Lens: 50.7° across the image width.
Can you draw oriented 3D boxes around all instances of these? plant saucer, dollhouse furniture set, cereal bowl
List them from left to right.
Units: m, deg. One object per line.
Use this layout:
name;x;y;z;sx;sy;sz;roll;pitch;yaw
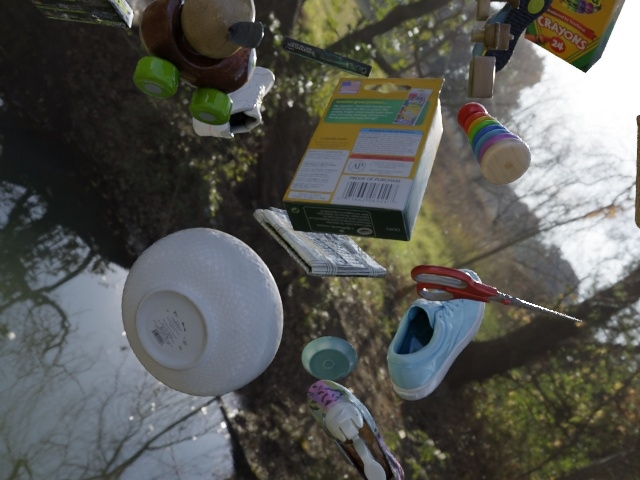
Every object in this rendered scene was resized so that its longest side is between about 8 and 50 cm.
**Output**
cereal bowl;-0.249;0.152;1.309;0.338;0.339;0.141;61;22;-1
plant saucer;0.019;0.258;1.439;0.119;0.119;0.021;57;17;-24
dollhouse furniture set;0.255;-0.255;0.848;0.144;0.123;0.151;-51;144;-75

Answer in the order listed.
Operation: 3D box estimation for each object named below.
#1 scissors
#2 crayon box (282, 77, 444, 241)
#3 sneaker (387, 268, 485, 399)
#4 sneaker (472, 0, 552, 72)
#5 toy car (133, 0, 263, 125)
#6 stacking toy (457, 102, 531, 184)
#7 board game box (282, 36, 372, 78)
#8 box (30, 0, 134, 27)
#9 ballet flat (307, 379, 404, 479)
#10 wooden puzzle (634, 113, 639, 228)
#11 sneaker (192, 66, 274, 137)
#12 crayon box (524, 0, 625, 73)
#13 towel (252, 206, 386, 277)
scissors;0.298;0.093;1.138;0.109;0.297;0.021;84;19;-56
crayon box;0.088;-0.150;1.166;0.083;0.203;0.322;70;33;-47
sneaker;0.260;0.170;1.483;0.366;0.135;0.150;-55;140;-36
sneaker;0.339;-0.403;1.203;0.069;0.209;0.082;15;37;-27
toy car;-0.106;-0.242;0.774;0.149;0.188;0.154;24;70;-37
stacking toy;0.484;-0.300;1.960;0.141;0.141;0.330;55;12;-35
board game box;0.013;-0.384;1.423;0.186;0.026;0.126;18;12;-5
box;-0.493;-0.489;1.335;0.184;0.191;0.045;49;49;-81
ballet flat;0.059;0.314;1.050;0.221;0.077;0.079;55;0;-2
wooden puzzle;0.696;-0.122;1.261;0.221;0.044;0.238;14;-64;58
sneaker;-0.159;-0.284;1.443;0.115;0.232;0.090;25;-32;25
crayon box;0.638;-0.589;1.680;0.202;0.081;0.318;40;-17;22
towel;0.000;0.000;1.937;0.312;0.056;0.324;4;29;-44
